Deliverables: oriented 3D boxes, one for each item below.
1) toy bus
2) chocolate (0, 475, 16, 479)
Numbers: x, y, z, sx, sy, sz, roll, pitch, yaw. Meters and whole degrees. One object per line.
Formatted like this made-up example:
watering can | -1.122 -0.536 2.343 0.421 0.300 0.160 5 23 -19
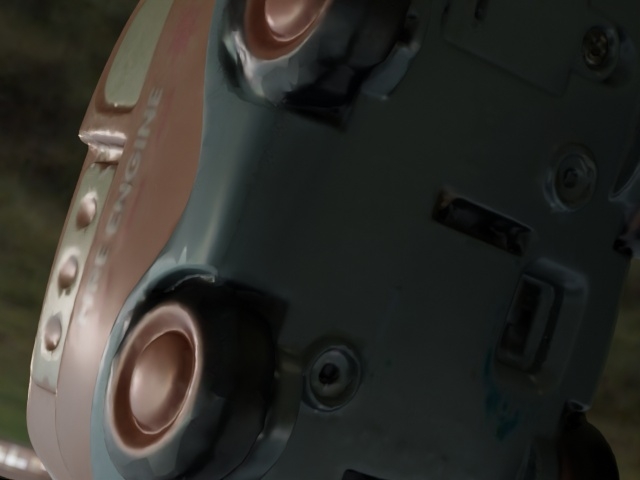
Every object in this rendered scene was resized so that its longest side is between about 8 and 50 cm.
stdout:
toy bus | 0.000 0.000 0.705 0.194 0.288 0.232 20 174 -33
chocolate | -0.004 0.146 0.257 0.341 0.161 0.360 14 178 15
